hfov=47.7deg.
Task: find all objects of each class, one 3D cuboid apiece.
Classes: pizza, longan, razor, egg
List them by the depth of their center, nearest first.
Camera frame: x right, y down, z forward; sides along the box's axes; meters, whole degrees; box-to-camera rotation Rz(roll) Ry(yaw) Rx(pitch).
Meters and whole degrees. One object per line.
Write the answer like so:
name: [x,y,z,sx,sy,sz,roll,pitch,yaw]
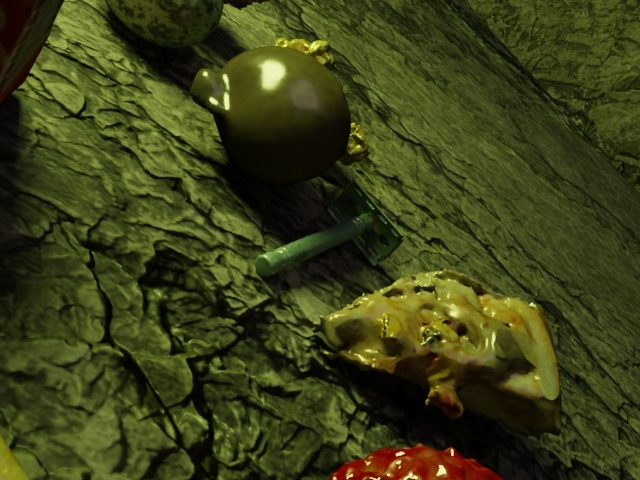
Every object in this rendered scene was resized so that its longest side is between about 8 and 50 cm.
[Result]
pizza: [0.136,0.107,0.808,0.297,0.071,0.189,18,52,-7]
razor: [0.000,0.000,0.876,0.106,0.068,0.232,51,37,13]
longan: [-0.060,-0.155,0.886,0.204,0.159,0.185,19,37,-23]
egg: [-0.211,-0.327,0.947,0.172,0.132,0.132,25,33,-8]

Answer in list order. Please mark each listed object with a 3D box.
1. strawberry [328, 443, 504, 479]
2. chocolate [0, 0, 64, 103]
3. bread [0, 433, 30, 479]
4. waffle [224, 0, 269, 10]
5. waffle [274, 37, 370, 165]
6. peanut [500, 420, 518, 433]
strawberry: [0.079,0.245,0.562,0.205,0.205,0.244,46,8,4]
chocolate: [-0.333,-0.235,0.585,0.237,0.235,0.108,31,43,-23]
bread: [-0.192,0.164,0.375,0.245,0.102,0.094,51,28,10]
waffle: [-0.197,-0.420,1.017,0.293,0.069,0.260,24,-6,-27]
waffle: [0.000,-0.197,1.015,0.149,0.194,0.051,22,54,38]
peanut: [0.200,0.153,0.893,0.082,0.082,0.187,5,48,-48]
